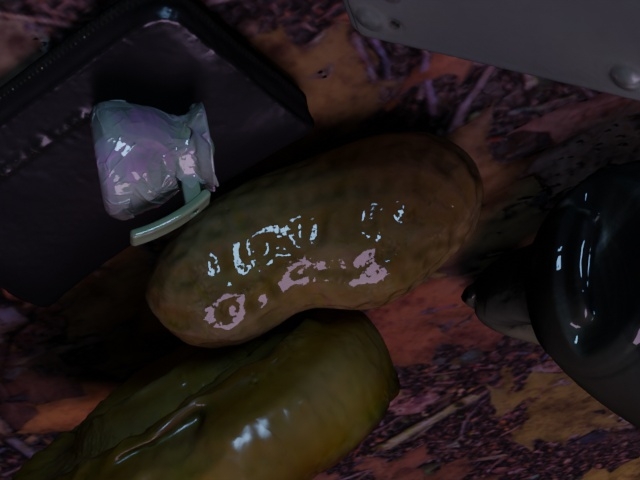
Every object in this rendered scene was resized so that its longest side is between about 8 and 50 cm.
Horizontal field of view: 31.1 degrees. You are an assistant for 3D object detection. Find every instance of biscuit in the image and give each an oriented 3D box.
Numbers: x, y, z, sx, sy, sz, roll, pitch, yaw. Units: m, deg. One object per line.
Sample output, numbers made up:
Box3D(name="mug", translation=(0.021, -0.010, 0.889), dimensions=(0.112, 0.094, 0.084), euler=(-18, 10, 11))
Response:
Box3D(name="biscuit", translation=(-0.089, 0.130, 0.784), dimensions=(0.296, 0.102, 0.296), euler=(-27, -174, 3))

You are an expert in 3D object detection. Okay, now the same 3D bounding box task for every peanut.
Box3D(name="peanut", translation=(0.000, 0.000, 0.714), dimensions=(0.226, 0.108, 0.095), euler=(-19, 137, -11))

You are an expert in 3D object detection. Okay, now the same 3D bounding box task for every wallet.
Box3D(name="wallet", translation=(-0.138, -0.046, 0.681), dimensions=(0.250, 0.044, 0.149), euler=(-30, 138, 22))

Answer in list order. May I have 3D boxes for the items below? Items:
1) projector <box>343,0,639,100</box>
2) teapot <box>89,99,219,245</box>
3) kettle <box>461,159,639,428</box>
Box3D(name="projector", translation=(0.071, -0.173, 0.450), dimensions=(0.192, 0.099, 0.257), euler=(20, 156, 29))
Box3D(name="teapot", translation=(-0.086, -0.038, 0.612), dimensions=(0.064, 0.083, 0.064), euler=(-10, 153, -9))
Box3D(name="kettle", translation=(0.270, 0.050, 0.835), dimensions=(0.324, 0.228, 0.321), euler=(15, 167, -27))
